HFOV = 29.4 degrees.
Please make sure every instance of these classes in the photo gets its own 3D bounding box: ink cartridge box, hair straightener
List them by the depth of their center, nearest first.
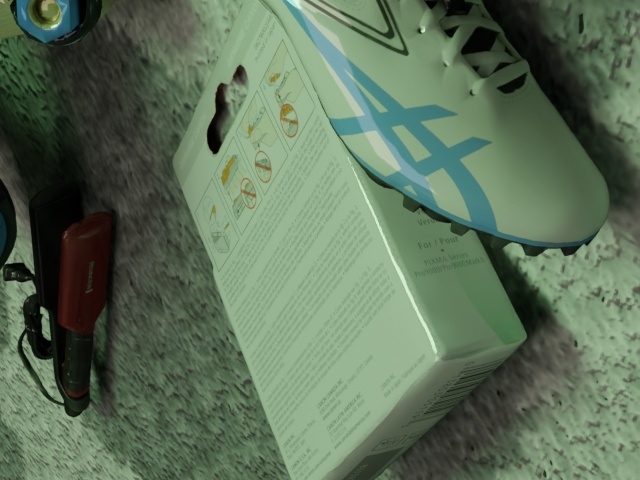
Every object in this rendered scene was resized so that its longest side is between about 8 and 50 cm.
[{"bbox_3d":[0.000,0.000,0.636,0.181,0.056,0.225,-55,50,52],"label":"ink cartridge box"},{"bbox_3d":[-0.193,0.046,0.901,0.089,0.047,0.230,40,143,28],"label":"hair straightener"}]

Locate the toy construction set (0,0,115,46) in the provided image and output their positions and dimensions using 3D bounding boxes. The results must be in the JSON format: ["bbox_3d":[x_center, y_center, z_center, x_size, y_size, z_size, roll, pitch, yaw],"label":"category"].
[{"bbox_3d":[-0.212,-0.195,0.622,0.327,0.151,0.215,0,121,26],"label":"toy construction set"}]

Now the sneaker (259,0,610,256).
[{"bbox_3d":[0.032,-0.092,0.491,0.237,0.085,0.086,49,135,12],"label":"sneaker"}]

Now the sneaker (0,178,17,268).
[{"bbox_3d":[-0.361,-0.070,0.803,0.340,0.125,0.139,32,-177,-14],"label":"sneaker"}]
